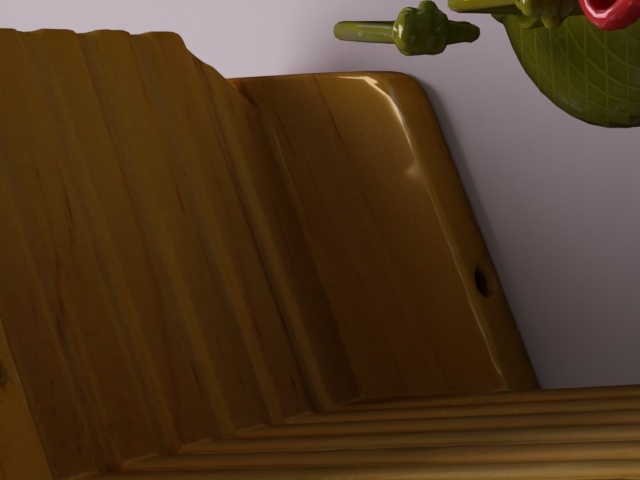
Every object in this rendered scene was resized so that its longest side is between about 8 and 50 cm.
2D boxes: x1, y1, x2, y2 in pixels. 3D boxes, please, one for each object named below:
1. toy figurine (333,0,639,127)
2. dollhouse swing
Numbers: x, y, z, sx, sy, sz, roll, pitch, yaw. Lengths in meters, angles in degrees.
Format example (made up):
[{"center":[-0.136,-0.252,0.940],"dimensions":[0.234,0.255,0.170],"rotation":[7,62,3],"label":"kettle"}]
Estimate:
[{"center":[0.190,-0.011,0.597],"dimensions":[0.362,0.191,0.217],"rotation":[-7,98,50],"label":"toy figurine"},{"center":[0.000,0.000,0.694],"dimensions":[0.305,0.347,0.315],"rotation":[-27,77,39],"label":"dollhouse swing"}]
